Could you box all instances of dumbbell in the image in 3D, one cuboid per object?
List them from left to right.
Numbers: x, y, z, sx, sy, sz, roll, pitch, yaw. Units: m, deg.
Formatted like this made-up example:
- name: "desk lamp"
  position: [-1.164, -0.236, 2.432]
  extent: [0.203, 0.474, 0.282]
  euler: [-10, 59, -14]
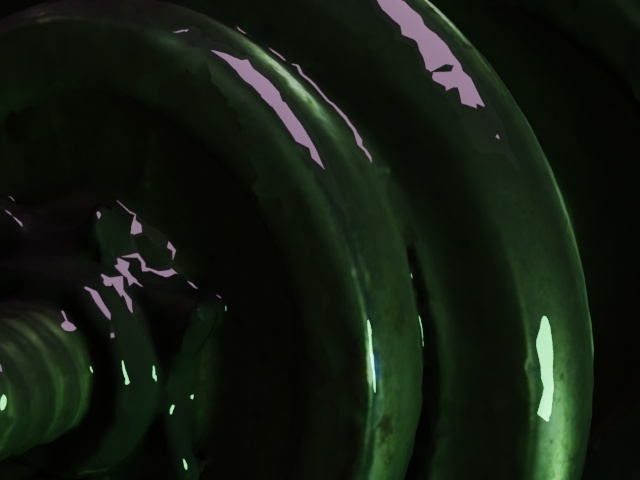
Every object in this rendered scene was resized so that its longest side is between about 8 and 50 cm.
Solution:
- name: "dumbbell"
  position: [0.005, 0.010, 0.432]
  extent: [0.192, 0.192, 0.290]
  euler: [26, 21, 25]
